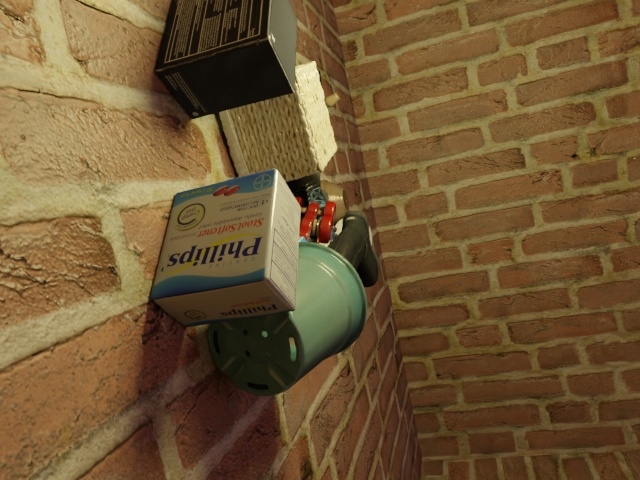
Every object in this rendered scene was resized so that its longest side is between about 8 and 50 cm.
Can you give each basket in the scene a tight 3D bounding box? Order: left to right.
[{"bbox_3d":[-0.125,-0.362,1.578,0.328,0.266,0.332,-66,144,-64],"label":"basket"}]

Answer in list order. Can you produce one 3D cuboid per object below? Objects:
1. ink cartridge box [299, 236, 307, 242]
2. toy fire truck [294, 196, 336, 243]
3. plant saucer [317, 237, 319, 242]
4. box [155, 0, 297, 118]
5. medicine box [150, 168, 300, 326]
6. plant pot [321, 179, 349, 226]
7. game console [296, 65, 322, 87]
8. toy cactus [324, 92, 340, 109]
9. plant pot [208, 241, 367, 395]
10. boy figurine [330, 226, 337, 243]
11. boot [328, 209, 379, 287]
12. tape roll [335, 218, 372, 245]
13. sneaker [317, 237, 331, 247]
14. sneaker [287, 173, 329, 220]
[{"bbox_3d":[-0.058,0.118,1.657,0.134,0.078,0.231,-47,115,-32],"label":"ink cartridge box"},{"bbox_3d":[-0.046,-0.006,1.847,0.302,0.169,0.254,-74,171,-61],"label":"toy fire truck"},{"bbox_3d":[-0.011,-0.034,2.026,0.013,0.083,0.084,-128,-156,-80],"label":"plant saucer"},{"bbox_3d":[-0.222,-0.497,1.273,0.183,0.293,0.297,56,29,-54],"label":"box"},{"bbox_3d":[-0.194,0.018,1.102,0.149,0.263,0.290,59,26,-49],"label":"medicine box"},{"bbox_3d":[0.070,-0.181,2.406,0.237,0.109,0.238,-10,90,-73],"label":"plant pot"},{"bbox_3d":[-0.106,-0.584,1.938,0.250,0.173,0.294,36,46,-68],"label":"game console"},{"bbox_3d":[0.005,-0.639,2.371,0.112,0.180,0.219,44,29,-30],"label":"toy cactus"},{"bbox_3d":[-0.090,0.206,1.286,0.334,0.340,0.342,-30,109,-65],"label":"plant pot"},{"bbox_3d":[0.038,0.086,2.161,0.177,0.092,0.285,80,10,-61],"label":"boy figurine"},{"bbox_3d":[0.111,0.136,1.972,0.445,0.146,0.367,-64,142,-57],"label":"boot"},{"bbox_3d":[0.144,0.039,2.375,0.286,0.100,0.287,-20,113,-58],"label":"tape roll"},{"bbox_3d":[0.000,0.000,2.082,0.090,0.094,0.235,49,32,-57],"label":"sneaker"},{"bbox_3d":[-0.050,-0.182,1.965,0.341,0.124,0.140,49,39,-53],"label":"sneaker"}]
